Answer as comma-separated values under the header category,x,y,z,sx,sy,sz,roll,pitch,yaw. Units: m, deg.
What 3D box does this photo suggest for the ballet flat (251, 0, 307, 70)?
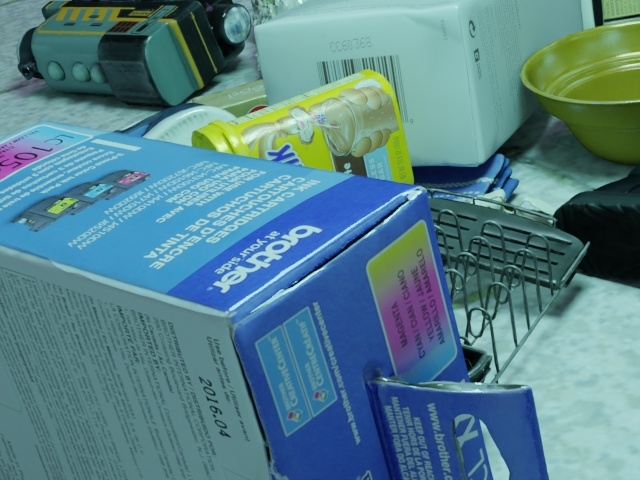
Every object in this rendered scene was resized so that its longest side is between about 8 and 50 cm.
category,x,y,z,sx,sy,sz,roll,pitch,yaw
ballet flat,-0.021,-0.307,1.867,0.147,0.147,0.409,-12,23,0

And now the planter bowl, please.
category,x,y,z,sx,sy,sz,roll,pitch,yaw
planter bowl,0.300,-0.131,1.374,0.217,0.090,0.217,-9,25,4

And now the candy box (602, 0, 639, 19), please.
category,x,y,z,sx,sy,sz,roll,pitch,yaw
candy box,0.295,-0.331,1.819,0.316,0.088,0.183,-8,24,11

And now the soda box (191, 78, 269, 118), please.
category,x,y,z,sx,sy,sz,roll,pitch,yaw
soda box,-0.046,-0.146,1.614,0.181,0.058,0.061,-16,24,-10

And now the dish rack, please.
category,x,y,z,sx,sy,sz,roll,pitch,yaw
dish rack,0.074,0.029,1.100,0.208,0.074,0.271,16,40,26

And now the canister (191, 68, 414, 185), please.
category,x,y,z,sx,sy,sz,roll,pitch,yaw
canister,-0.012,-0.065,1.261,0.169,0.126,0.073,-23,25,-20

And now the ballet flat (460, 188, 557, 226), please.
category,x,y,z,sx,sy,sz,roll,pitch,yaw
ballet flat,0.159,-0.023,1.228,0.114,0.041,0.041,14,30,9

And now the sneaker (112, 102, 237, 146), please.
category,x,y,z,sx,sy,sz,roll,pitch,yaw
sneaker,-0.211,-0.017,1.373,0.322,0.130,0.236,-34,8,-11

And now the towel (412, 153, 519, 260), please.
category,x,y,z,sx,sy,sz,roll,pitch,yaw
towel,0.000,0.000,1.297,0.243,0.040,0.336,5,29,35

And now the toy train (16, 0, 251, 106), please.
category,x,y,z,sx,sy,sz,roll,pitch,yaw
toy train,-0.246,-0.260,1.876,0.334,0.142,0.190,9,42,40

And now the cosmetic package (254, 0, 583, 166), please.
category,x,y,z,sx,sy,sz,roll,pitch,yaw
cosmetic package,0.117,-0.198,1.485,0.217,0.156,0.385,-1,19,28

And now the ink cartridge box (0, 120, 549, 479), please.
category,x,y,z,sx,sy,sz,roll,pitch,yaw
ink cartridge box,-0.055,0.096,0.828,0.151,0.270,0.395,-34,32,-33

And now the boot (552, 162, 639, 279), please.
category,x,y,z,sx,sy,sz,roll,pitch,yaw
boot,0.333,-0.039,1.153,0.207,0.094,0.246,-33,25,-32

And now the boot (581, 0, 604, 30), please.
category,x,y,z,sx,sy,sz,roll,pitch,yaw
boot,0.227,-0.339,1.687,0.176,0.244,0.088,-2,6,23
